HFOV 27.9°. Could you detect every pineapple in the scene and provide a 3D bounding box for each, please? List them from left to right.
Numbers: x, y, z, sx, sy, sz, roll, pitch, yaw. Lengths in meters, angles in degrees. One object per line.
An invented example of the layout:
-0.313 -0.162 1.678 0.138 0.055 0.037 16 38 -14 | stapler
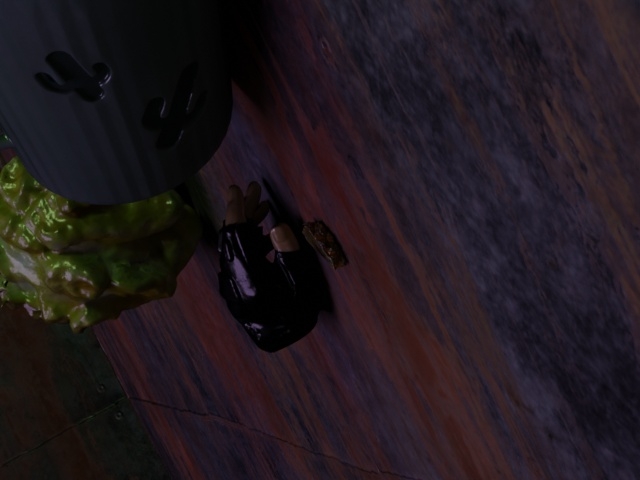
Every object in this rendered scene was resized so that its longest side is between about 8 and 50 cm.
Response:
0.000 0.000 1.460 0.083 0.019 0.045 45 159 49 | pineapple

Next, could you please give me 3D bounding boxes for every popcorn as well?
-0.339 -0.008 1.901 0.312 0.312 0.312 52 160 28 | popcorn

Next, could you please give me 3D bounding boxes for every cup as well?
-0.289 -0.251 1.329 0.392 0.400 0.310 81 -167 -55 | cup

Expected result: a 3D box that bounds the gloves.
-0.075 0.028 1.574 0.164 0.124 0.203 -9 117 52 | gloves
